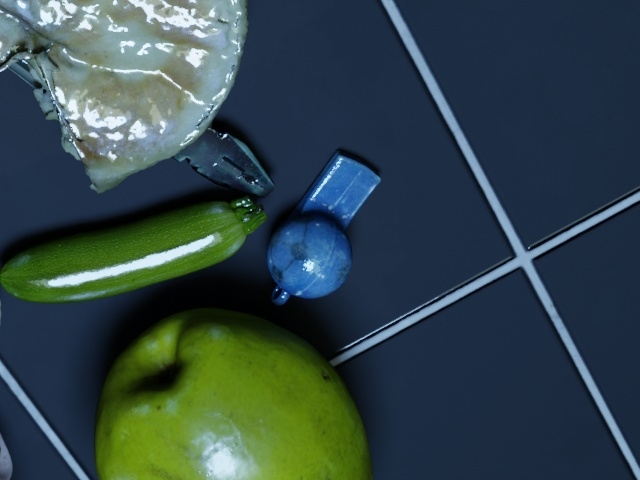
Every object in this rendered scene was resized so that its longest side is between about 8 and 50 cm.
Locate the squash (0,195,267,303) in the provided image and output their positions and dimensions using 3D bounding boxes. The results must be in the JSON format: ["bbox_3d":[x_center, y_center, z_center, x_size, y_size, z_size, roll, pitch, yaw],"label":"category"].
[{"bbox_3d":[-0.174,0.013,1.781,0.258,0.069,0.069,-14,121,-4],"label":"squash"}]

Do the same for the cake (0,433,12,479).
[{"bbox_3d":[-0.370,0.246,1.821,0.185,0.178,0.207,9,144,27],"label":"cake"}]

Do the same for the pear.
[{"bbox_3d":[-0.077,0.202,1.806,0.253,0.253,0.307,-38,133,9],"label":"pear"}]

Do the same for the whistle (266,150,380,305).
[{"bbox_3d":[0.000,0.000,1.804,0.090,0.090,0.158,28,110,-25],"label":"whistle"}]

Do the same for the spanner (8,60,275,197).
[{"bbox_3d":[-0.170,-0.128,1.718,0.325,0.040,0.095,34,106,-25],"label":"spanner"}]

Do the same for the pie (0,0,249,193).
[{"bbox_3d":[-0.209,-0.206,1.609,0.338,0.075,0.337,-4,115,-9],"label":"pie"}]
